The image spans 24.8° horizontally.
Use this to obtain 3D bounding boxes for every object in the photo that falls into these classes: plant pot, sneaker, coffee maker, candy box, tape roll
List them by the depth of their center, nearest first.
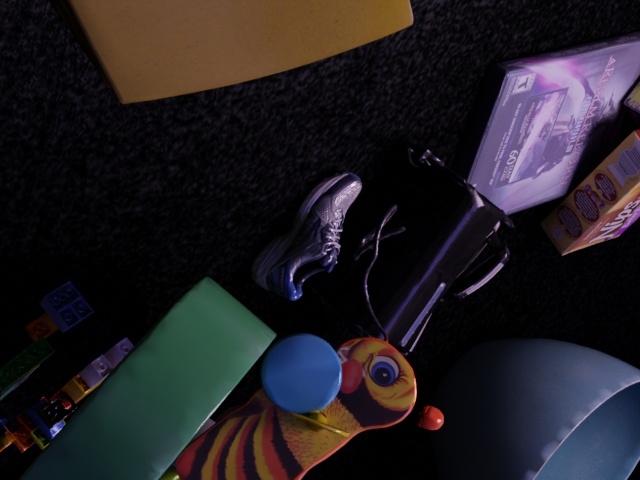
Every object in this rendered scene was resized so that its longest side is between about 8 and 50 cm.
[{"bbox_3d":[-0.091,-0.211,0.875,0.187,0.212,0.212,-31,146,-7],"label":"plant pot"},{"bbox_3d":[-0.164,0.172,1.137,0.321,0.077,0.321,-50,179,-2],"label":"tape roll"},{"bbox_3d":[0.000,0.000,1.333,0.135,0.058,0.052,-52,149,-1],"label":"sneaker"},{"bbox_3d":[0.077,0.007,1.410,0.171,0.120,0.178,35,92,-35],"label":"coffee maker"},{"bbox_3d":[0.347,-0.062,1.657,0.109,0.053,0.187,-16,156,-39],"label":"candy box"},{"bbox_3d":[0.243,0.230,1.755,0.290,0.195,0.290,-34,145,-28],"label":"plant pot"}]

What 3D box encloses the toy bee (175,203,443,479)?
[{"bbox_3d":[0.020,0.139,1.282,0.298,0.162,0.195,-50,178,16],"label":"toy bee"}]

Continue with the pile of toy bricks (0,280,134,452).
[{"bbox_3d":[-0.252,0.117,1.107,0.105,0.118,0.212,-40,179,39],"label":"pile of toy bricks"}]

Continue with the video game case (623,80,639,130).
[{"bbox_3d":[0.449,-0.194,1.712,0.210,0.042,0.232,-53,155,0],"label":"video game case"}]

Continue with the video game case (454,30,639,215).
[{"bbox_3d":[0.246,-0.120,1.565,0.274,0.026,0.196,-17,135,-42],"label":"video game case"}]

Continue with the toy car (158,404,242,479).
[{"bbox_3d":[-0.098,0.253,1.391,0.182,0.136,0.159,1,122,-53],"label":"toy car"}]
